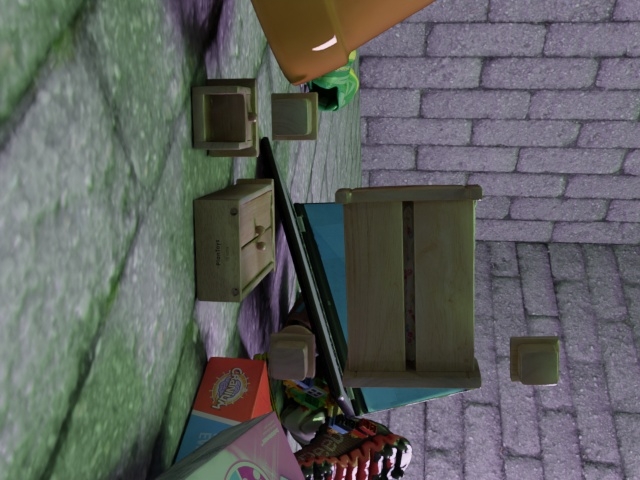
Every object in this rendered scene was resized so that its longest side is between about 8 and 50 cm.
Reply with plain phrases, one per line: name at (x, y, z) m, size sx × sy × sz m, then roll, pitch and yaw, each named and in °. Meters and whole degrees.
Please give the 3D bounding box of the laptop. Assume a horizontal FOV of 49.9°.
laptop at (0.093, 0.058, 1.088) m, size 0.408 × 0.236 × 0.382 m, roll 73°, pitch 0°, yaw -70°

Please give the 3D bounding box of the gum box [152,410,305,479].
gum box at (-0.077, 0.217, 0.519) m, size 0.107 × 0.062 × 0.188 m, roll 66°, pitch 23°, yaw 4°

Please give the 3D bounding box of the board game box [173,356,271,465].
board game box at (-0.096, 0.322, 0.728) m, size 0.242 × 0.064 × 0.317 m, roll -79°, pitch 169°, yaw -53°

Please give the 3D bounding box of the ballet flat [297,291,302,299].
ballet flat at (-0.013, 0.210, 1.367) m, size 0.077 × 0.077 × 0.231 m, roll 67°, pitch 26°, yaw -76°

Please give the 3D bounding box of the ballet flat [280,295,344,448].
ballet flat at (-0.023, 0.268, 1.245) m, size 0.124 × 0.116 × 0.343 m, roll -25°, pitch 119°, yaw -60°

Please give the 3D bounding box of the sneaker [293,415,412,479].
sneaker at (0.015, 0.367, 1.160) m, size 0.135 × 0.276 × 0.098 m, roll 36°, pitch -54°, yaw 50°

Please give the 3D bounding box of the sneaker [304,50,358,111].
sneaker at (0.011, -0.326, 1.424) m, size 0.295 × 0.109 × 0.124 m, roll 46°, pitch 69°, yaw -83°

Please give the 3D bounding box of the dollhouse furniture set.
dollhouse furniture set at (0.063, -0.019, 0.731) m, size 0.174 × 0.355 × 0.304 m, roll -56°, pitch 145°, yaw -77°

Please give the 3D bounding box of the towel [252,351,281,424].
towel at (-0.053, 0.268, 0.889) m, size 0.102 × 0.021 × 0.237 m, roll 109°, pitch -33°, yaw -68°

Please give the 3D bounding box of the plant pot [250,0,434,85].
plant pot at (0.024, -0.318, 0.648) m, size 0.291 × 0.203 × 0.291 m, roll -17°, pitch 90°, yaw -83°

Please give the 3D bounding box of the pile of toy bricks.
pile of toy bricks at (-0.003, 0.255, 1.136) m, size 0.105 × 0.212 × 0.118 m, roll -33°, pitch -149°, yaw 40°
